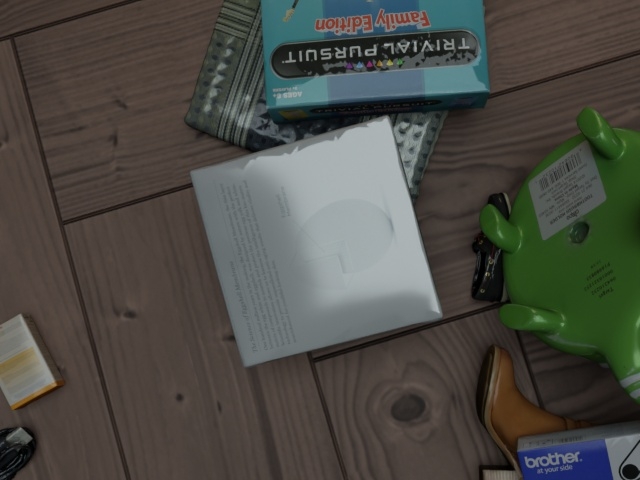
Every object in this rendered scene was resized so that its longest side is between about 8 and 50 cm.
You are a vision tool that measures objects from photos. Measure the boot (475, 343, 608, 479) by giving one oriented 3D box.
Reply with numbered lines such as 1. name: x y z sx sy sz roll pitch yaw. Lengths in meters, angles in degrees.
1. boot: 0.260 0.216 1.059 0.152 0.073 0.197 -2 96 2

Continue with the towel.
1. towel: 0.025 -0.241 1.131 0.312 0.056 0.324 19 86 6

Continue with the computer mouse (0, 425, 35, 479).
1. computer mouse: -0.483 0.200 1.073 0.188 0.072 0.272 -38 84 -2

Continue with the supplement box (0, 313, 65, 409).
1. supplement box: -0.358 0.145 1.094 0.062 0.036 0.098 -28 84 -2

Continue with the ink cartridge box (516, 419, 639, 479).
1. ink cartridge box: 0.323 0.249 0.979 0.207 0.046 0.097 -12 96 16

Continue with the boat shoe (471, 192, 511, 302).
1. boat shoe: 0.204 0.007 1.093 0.042 0.049 0.133 5 88 -6

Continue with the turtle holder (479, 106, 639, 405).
1. turtle holder: 0.343 0.032 0.966 0.227 0.320 0.243 23 104 -32

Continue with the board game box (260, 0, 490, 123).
1. board game box: 0.057 -0.318 1.070 0.253 0.079 0.336 -4 83 4

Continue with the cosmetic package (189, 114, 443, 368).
1. cosmetic package: 0.000 0.000 1.029 0.224 0.138 0.224 -14 92 6
